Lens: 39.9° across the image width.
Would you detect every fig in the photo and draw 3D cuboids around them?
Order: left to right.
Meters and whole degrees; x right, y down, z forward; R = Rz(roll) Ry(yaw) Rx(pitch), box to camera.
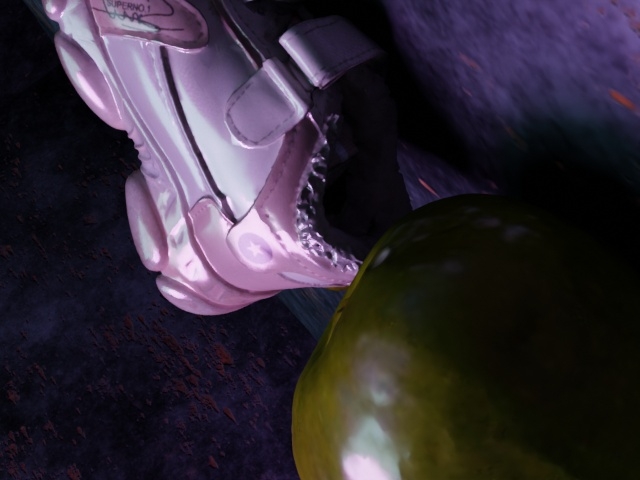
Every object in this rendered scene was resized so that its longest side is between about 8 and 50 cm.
[{"bbox_3d":[0.120,0.126,0.516,0.314,0.233,0.233,55,171,-9],"label":"fig"}]

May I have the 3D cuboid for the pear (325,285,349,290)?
[{"bbox_3d":[0.000,0.000,1.003,0.107,0.107,0.131,37,156,57],"label":"pear"}]

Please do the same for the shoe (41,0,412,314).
[{"bbox_3d":[-0.043,-0.117,0.622,0.198,0.172,0.351,-2,115,33],"label":"shoe"}]
